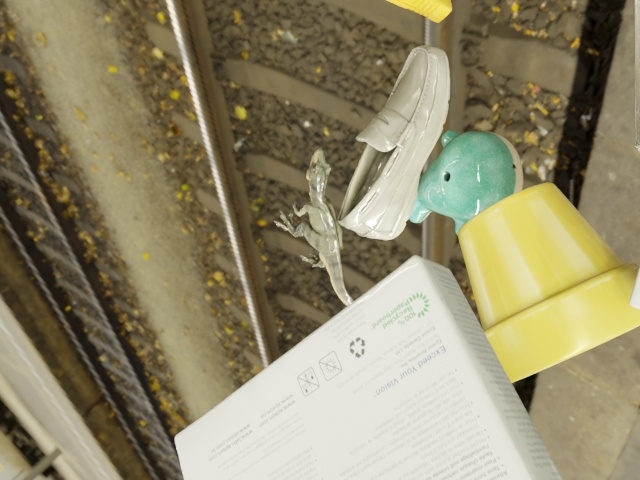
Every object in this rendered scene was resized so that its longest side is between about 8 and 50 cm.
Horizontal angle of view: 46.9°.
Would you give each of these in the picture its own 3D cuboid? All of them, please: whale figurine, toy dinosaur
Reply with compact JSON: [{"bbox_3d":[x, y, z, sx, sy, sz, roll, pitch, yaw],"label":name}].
[{"bbox_3d":[0.247,-0.108,1.410,0.272,0.141,0.216,-13,81,48],"label":"whale figurine"},{"bbox_3d":[0.000,0.000,1.105,0.118,0.064,0.268,3,115,53],"label":"toy dinosaur"}]

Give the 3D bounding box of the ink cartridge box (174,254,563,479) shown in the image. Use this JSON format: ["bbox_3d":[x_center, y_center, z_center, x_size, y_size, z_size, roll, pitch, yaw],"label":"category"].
[{"bbox_3d":[0.024,0.159,0.401,0.223,0.045,0.223,-39,54,27],"label":"ink cartridge box"}]

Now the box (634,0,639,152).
[{"bbox_3d":[0.602,-0.300,1.116,0.233,0.321,0.058,-1,174,31],"label":"box"}]

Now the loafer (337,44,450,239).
[{"bbox_3d":[0.115,-0.157,1.169,0.112,0.319,0.112,13,-173,-27],"label":"loafer"}]

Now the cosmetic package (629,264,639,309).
[{"bbox_3d":[0.540,-0.120,0.888,0.162,0.230,0.452,20,104,35],"label":"cosmetic package"}]

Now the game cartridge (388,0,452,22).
[{"bbox_3d":[0.068,-0.528,1.218,0.324,0.285,0.053,14,148,-34],"label":"game cartridge"}]

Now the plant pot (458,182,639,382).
[{"bbox_3d":[0.328,0.056,1.094,0.238,0.254,0.254,65,154,13],"label":"plant pot"}]
